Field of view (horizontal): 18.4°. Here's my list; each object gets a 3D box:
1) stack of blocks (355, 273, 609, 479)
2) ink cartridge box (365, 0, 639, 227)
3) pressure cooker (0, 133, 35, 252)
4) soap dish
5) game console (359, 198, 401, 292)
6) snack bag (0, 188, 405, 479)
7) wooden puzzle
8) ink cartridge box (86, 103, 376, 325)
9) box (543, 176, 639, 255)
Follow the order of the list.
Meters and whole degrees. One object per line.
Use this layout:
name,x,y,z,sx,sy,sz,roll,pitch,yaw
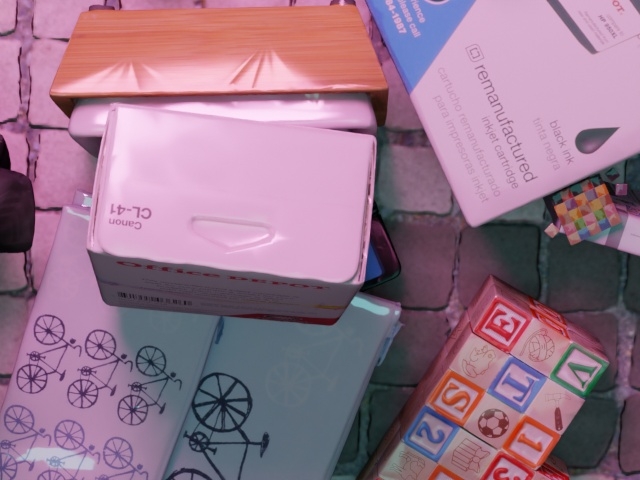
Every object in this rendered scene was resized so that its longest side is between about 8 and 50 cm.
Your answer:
stack of blocks,0.159,0.206,1.912,0.171,0.087,0.297,30,101,-6
ink cartridge box,0.252,-0.228,1.771,0.395,0.166,0.285,-25,100,6
pressure cooker,-0.472,0.004,1.722,0.375,0.420,0.370,-34,123,28
soap dish,-0.085,-0.141,1.775,0.290,0.229,0.118,-1,86,1
game console,0.000,0.000,1.872,0.122,0.071,0.107,-23,137,5
snack bag,-0.127,0.150,1.906,0.342,0.037,0.323,20,110,-3
wooden puzzle,0.236,-0.028,1.751,0.083,0.006,0.049,-24,101,6
ink cartridge box,-0.077,-0.013,1.691,0.226,0.306,0.131,7,79,-4
box,0.305,-0.014,1.832,0.186,0.145,0.038,15,104,-4
